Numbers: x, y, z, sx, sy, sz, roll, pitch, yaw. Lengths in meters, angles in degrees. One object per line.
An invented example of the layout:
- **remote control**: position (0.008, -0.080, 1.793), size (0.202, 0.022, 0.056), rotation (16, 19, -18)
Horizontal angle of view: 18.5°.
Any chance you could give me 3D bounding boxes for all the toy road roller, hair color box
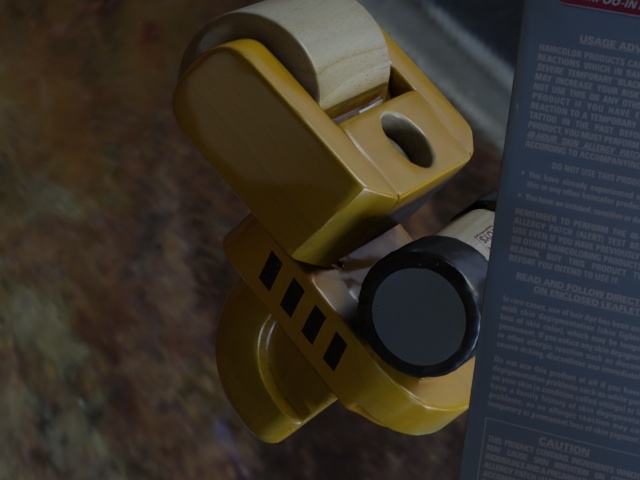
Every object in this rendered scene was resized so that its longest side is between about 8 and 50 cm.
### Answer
- **toy road roller**: position (0.000, 0.000, 1.461), size (0.240, 0.202, 0.329), rotation (-41, 84, 29)
- **hair color box**: position (0.165, 0.001, 1.015), size (0.113, 0.185, 0.375), rotation (13, 107, 20)
